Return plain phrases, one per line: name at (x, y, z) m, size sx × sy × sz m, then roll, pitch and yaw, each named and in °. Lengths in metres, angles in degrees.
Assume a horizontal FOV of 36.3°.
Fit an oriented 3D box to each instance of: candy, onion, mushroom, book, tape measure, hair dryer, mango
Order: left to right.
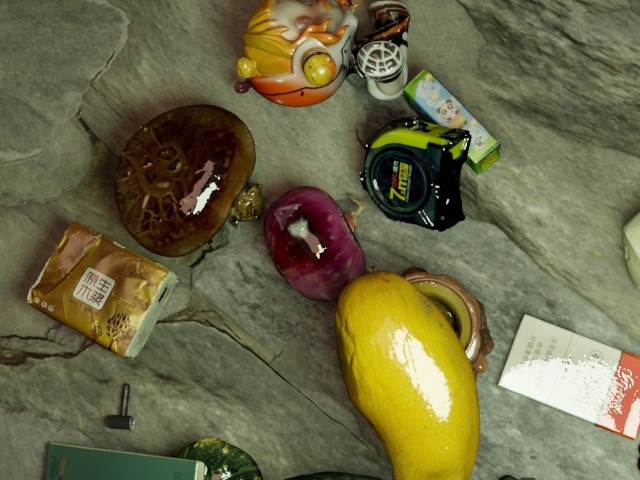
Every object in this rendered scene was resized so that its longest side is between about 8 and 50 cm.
book at (-0.354, 0.491, 1.667) m, size 0.379 × 0.031 × 0.264 m, roll -1°, pitch 78°, yaw 36°
hair dryer at (-0.362, 0.304, 1.789) m, size 0.047 × 0.026 × 0.083 m, roll 3°, pitch 77°, yaw 8°
mushroom at (-0.241, -0.112, 1.777) m, size 0.278 × 0.163 × 0.297 m, roll 21°, pitch 82°, yaw 13°
onion at (-0.013, 0.005, 1.715) m, size 0.200 × 0.200 × 0.207 m, roll -3°, pitch 85°, yaw 8°
mango at (0.135, 0.211, 1.449) m, size 0.187 × 0.144 × 0.359 m, roll -28°, pitch 85°, yaw 15°
tape measure at (0.168, -0.126, 1.711) m, size 0.186 × 0.112 × 0.199 m, roll 18°, pitch 118°, yaw 29°
candy at (0.238, -0.212, 1.755) m, size 0.062 × 0.097 × 0.194 m, roll -43°, pitch 76°, yaw 3°

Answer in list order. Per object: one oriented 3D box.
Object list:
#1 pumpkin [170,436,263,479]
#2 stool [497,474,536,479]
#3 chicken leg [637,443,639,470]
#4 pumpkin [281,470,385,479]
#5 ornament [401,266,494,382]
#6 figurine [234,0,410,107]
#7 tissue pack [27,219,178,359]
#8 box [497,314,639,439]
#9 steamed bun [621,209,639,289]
pumpkin at (-0.188, 0.431, 1.675) m, size 0.190 × 0.146 × 0.190 m, roll -1°, pitch 78°, yaw 7°
stool at (0.307, 0.493, 1.600) m, size 0.139 × 0.153 × 0.228 m, roll 32°, pitch 128°, yaw 10°
chicken leg at (0.682, 0.327, 1.601) m, size 0.322 × 0.083 × 0.177 m, roll -28°, pitch 85°, yaw 5°
pumpkin at (-0.011, 0.547, 1.482) m, size 0.454 × 0.454 × 0.344 m, roll -31°, pitch 46°, yaw 2°
ornament at (0.173, 0.149, 1.634) m, size 0.221 × 0.217 × 0.235 m, roll -23°, pitch 79°, yaw 4°
figurine at (-0.003, -0.339, 1.761) m, size 0.323 × 0.320 × 0.196 m, roll 4°, pitch 124°, yaw 9°
tissue pack at (-0.402, 0.090, 1.802) m, size 0.226 × 0.092 × 0.183 m, roll 27°, pitch 84°, yaw 10°
box at (0.441, 0.232, 1.671) m, size 0.245 × 0.035 × 0.139 m, roll 20°, pitch 83°, yaw 12°
steamed bun at (0.613, 0.006, 1.612) m, size 0.225 × 0.200 × 0.170 m, roll -38°, pitch 53°, yaw 12°
